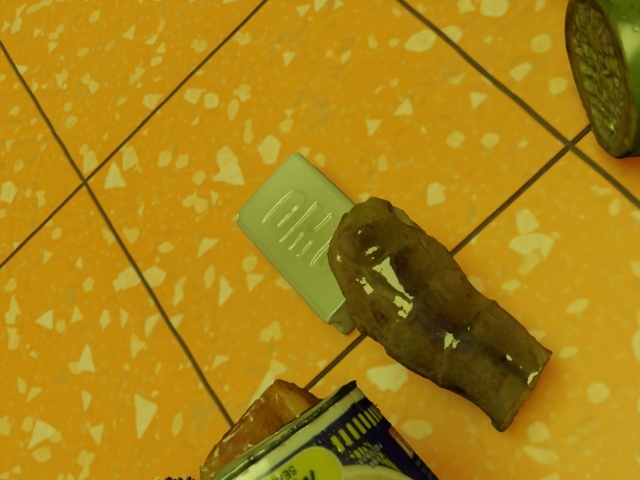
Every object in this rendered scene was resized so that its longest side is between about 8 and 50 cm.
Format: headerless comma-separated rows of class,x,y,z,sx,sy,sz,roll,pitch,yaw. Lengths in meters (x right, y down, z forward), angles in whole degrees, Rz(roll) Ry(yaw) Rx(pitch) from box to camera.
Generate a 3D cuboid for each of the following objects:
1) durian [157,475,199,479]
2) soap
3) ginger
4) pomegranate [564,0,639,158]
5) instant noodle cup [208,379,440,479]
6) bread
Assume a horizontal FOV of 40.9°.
durian,-0.158,0.340,0.883,0.196,0.167,0.196,34,130,52
soap,0.000,0.000,1.004,0.119,0.066,0.198,-46,56,3
ginger,0.108,0.073,0.855,0.263,0.116,0.109,44,127,13
pomegranate,0.330,-0.207,0.830,0.159,0.190,0.241,-18,83,3
instant noodle cup,0.036,0.290,0.671,0.284,0.284,0.312,-36,83,11
bread,-0.016,0.245,0.870,0.143,0.149,0.158,40,98,37
